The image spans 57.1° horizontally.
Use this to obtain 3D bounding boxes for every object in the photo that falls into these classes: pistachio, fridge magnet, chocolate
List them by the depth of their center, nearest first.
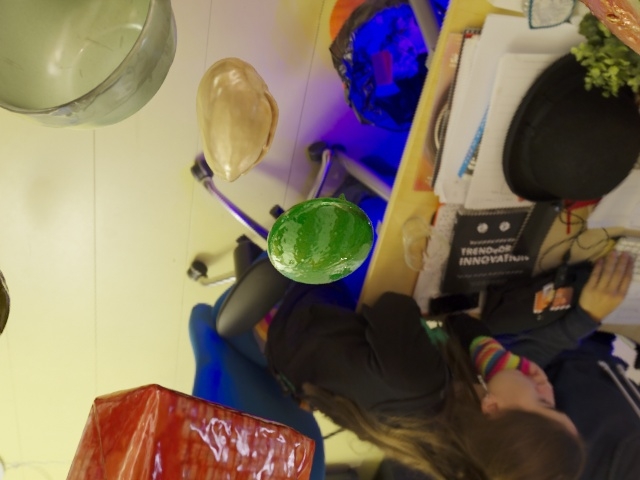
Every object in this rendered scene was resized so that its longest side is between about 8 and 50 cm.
[{"bbox_3d":[-0.125,0.265,0.519,0.108,0.235,0.237,-4,153,34],"label":"chocolate"},{"bbox_3d":[0.000,0.000,1.132,0.207,0.088,0.208,-5,130,-6],"label":"fridge magnet"},{"bbox_3d":[-0.223,-0.306,1.516,0.213,0.193,0.318,17,117,12],"label":"pistachio"}]

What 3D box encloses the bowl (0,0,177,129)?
[{"bbox_3d":[-0.351,-0.300,0.898,0.307,0.307,0.163,-26,162,8],"label":"bowl"}]

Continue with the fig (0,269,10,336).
[{"bbox_3d":[-0.533,0.094,0.869,0.144,0.166,0.154,-39,166,-20],"label":"fig"}]

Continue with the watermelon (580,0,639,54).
[{"bbox_3d":[0.238,-0.205,0.405,0.137,0.145,0.193,-3,103,15],"label":"watermelon"}]
